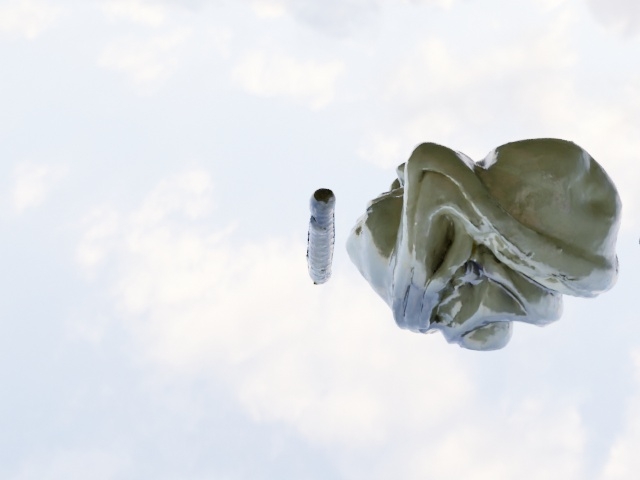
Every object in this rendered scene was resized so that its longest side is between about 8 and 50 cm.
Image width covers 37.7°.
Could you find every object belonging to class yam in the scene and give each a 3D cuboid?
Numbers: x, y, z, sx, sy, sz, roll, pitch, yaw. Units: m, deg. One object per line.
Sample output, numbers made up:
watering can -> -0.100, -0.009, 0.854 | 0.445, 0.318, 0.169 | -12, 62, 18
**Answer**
yam -> 0.000, 0.000, 0.439 | 0.014, 0.107, 0.014 | 0, -111, -1

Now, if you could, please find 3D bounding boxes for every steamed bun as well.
steamed bun -> 0.212, 0.021, 1.235 | 0.352, 0.339, 0.247 | 9, -111, -3

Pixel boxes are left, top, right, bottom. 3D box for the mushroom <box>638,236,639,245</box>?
mushroom -> 0.376, 0.043, 0.832 | 0.084, 0.071, 0.209 | -54, -138, 8
